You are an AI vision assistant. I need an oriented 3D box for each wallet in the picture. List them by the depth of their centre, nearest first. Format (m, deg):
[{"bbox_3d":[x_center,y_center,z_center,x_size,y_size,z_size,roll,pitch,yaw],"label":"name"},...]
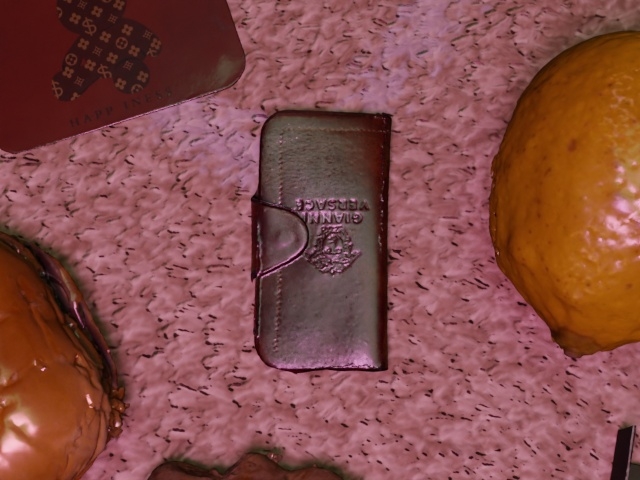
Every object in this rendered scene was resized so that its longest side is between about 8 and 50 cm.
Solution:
[{"bbox_3d":[0.000,0.000,1.064,0.137,0.031,0.255,1,79,0],"label":"wallet"}]

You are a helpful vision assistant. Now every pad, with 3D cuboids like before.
[{"bbox_3d":[-0.222,-0.203,1.120,0.267,0.004,0.181,-19,80,-4],"label":"pad"}]

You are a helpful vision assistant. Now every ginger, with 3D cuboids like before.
[{"bbox_3d":[-0.063,0.240,0.992,0.204,0.080,0.104,13,85,1],"label":"ginger"}]

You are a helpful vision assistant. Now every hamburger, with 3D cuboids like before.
[{"bbox_3d":[-0.337,0.124,0.980,0.318,0.158,0.319,0,75,-1],"label":"hamburger"}]

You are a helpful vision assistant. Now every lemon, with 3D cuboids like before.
[{"bbox_3d":[0.272,-0.041,0.964,0.253,0.253,0.310,19,82,4],"label":"lemon"}]

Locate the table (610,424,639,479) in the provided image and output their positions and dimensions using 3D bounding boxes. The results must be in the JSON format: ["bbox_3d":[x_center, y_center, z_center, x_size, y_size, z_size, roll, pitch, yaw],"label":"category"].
[{"bbox_3d":[0.332,0.270,0.994,0.146,0.062,0.175,12,76,3],"label":"table"}]
